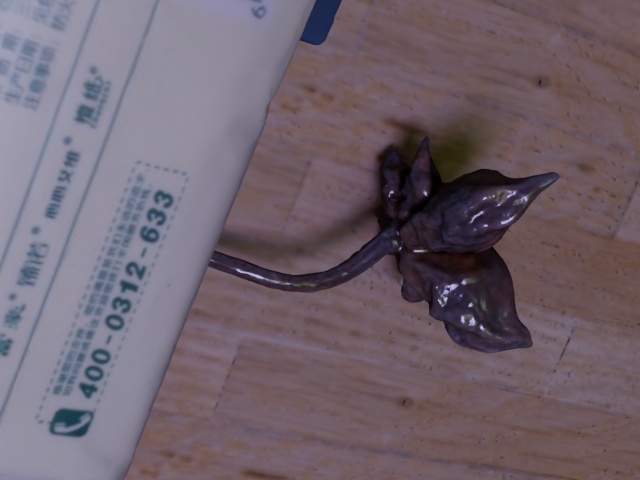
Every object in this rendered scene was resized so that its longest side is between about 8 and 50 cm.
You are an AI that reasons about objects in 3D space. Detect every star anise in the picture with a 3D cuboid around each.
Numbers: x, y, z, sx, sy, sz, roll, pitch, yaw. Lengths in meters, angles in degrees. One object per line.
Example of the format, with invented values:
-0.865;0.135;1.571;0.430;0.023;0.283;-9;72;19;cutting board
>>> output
0.000;0.000;0.836;0.227;0.148;0.218;-24;78;-28;star anise

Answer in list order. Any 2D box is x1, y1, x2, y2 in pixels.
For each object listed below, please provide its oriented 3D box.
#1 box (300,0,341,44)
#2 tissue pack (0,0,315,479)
-0.017;-0.156;0.796;0.054;0.074;0.099;14;105;-45;box
-0.175;-0.103;0.653;0.297;0.207;0.380;17;103;-32;tissue pack
